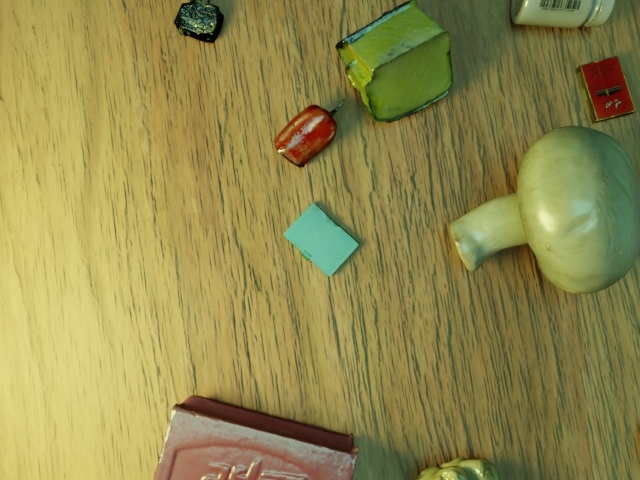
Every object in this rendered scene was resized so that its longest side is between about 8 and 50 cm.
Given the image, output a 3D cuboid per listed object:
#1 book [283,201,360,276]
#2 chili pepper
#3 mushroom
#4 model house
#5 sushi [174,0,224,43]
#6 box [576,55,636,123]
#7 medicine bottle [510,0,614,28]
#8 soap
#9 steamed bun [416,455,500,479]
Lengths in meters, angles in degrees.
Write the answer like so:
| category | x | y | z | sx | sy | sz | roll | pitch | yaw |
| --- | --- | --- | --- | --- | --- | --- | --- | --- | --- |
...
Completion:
| category | x | y | z | sx | sy | sz | roll | pitch | yaw |
| --- | --- | --- | --- | --- | --- | --- | --- | --- | --- |
| book | 0.000 | 0.000 | 1.080 | 0.135 | 0.017 | 0.103 | 42 | 83 | 3 |
| chili pepper | -0.007 | -0.240 | 1.071 | 0.192 | 0.086 | 0.084 | -44 | 58 | 5 |
| mushroom | 0.453 | -0.043 | 0.951 | 0.356 | 0.315 | 0.315 | -30 | 85 | -14 |
| model house | 0.143 | -0.387 | 1.081 | 0.194 | 0.170 | 0.211 | -30 | 57 | 3 |
| sushi | -0.258 | -0.482 | 1.107 | 0.083 | 0.056 | 0.084 | 21 | 85 | 2 |
| box | 0.623 | -0.330 | 1.117 | 0.090 | 0.023 | 0.133 | -13 | 84 | 0 |
| medicine bottle | 0.515 | -0.512 | 1.094 | 0.187 | 0.103 | 0.102 | 4 | 84 | 0 |
| soap | -0.130 | 0.454 | 0.980 | 0.360 | 0.128 | 0.233 | 14 | 85 | 0 |
| steamed bun | 0.291 | 0.511 | 0.970 | 0.192 | 0.106 | 0.177 | -8 | 80 | -23 |
